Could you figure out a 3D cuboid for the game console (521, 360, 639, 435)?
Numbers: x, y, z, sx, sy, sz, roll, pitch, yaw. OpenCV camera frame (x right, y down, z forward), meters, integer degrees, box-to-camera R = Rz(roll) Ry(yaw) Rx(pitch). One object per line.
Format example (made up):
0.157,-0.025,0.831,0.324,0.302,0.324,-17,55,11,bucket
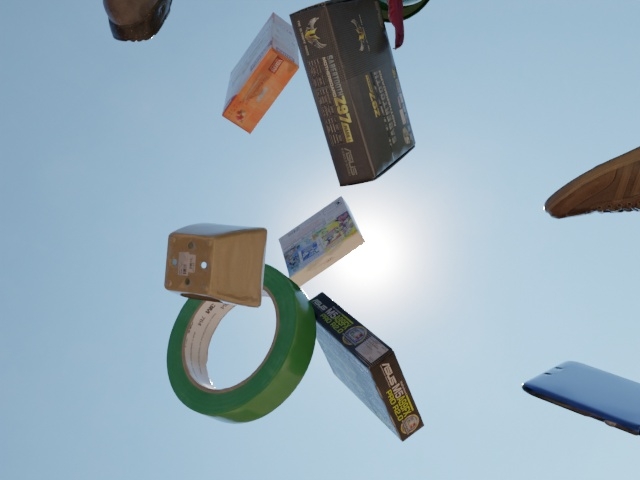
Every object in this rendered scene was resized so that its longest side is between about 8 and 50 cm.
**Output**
0.430,0.290,0.947,0.173,0.250,0.293,-19,-12,31,game console

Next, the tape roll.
-0.164,0.201,1.373,0.321,0.321,0.077,-45,-42,4,tape roll

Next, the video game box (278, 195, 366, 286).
0.000,0.000,1.699,0.205,0.187,0.048,-34,-60,9,video game box

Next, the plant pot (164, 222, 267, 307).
-0.143,0.031,0.891,0.096,0.109,0.109,5,-90,-65,plant pot

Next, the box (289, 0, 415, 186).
0.053,-0.210,0.931,0.183,0.059,0.233,-39,-64,-56,box

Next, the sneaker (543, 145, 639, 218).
0.328,-0.055,0.702,0.188,0.071,0.066,-29,-14,26,sneaker

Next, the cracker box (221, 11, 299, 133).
-0.110,-0.319,1.276,0.067,0.232,0.156,31,-64,-21,cracker box

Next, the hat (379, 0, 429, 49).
0.147,-0.410,1.032,0.172,0.183,0.209,-10,-68,-17,hat

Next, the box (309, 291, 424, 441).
0.080,0.246,1.365,0.060,0.270,0.216,-34,-57,-15,box

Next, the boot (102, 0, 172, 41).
-0.289,-0.518,1.136,0.118,0.338,0.223,4,-35,10,boot
